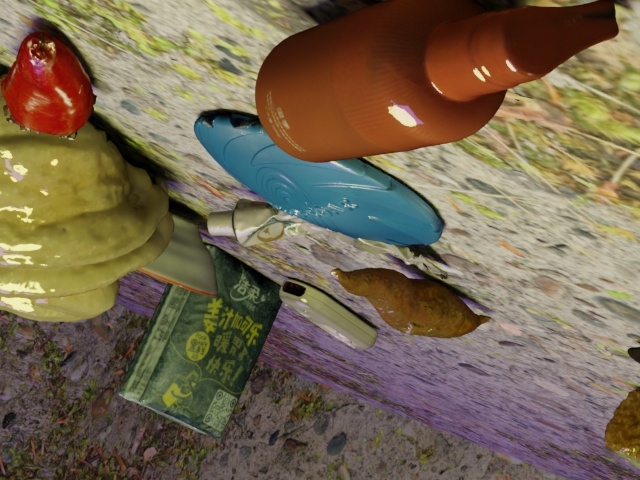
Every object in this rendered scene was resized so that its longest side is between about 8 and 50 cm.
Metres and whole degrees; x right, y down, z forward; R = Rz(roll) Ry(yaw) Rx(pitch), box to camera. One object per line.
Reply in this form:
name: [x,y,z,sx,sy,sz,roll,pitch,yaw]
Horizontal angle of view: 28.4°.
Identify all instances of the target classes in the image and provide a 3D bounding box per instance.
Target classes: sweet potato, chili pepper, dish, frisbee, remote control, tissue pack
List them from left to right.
chili pepper: [-0.240,-0.145,1.099,0.088,0.065,0.169,10,167,-9]
dish: [-0.237,-0.017,1.645,0.260,0.085,0.260,24,-179,0]
tissue pack: [-0.172,0.152,1.907,0.081,0.257,0.185,13,164,41]
frisbee: [-0.008,-0.042,1.126,0.242,0.045,0.242,25,171,4]
remote control: [0.013,0.114,1.894,0.078,0.042,0.221,18,169,38]
sweet potato: [0.085,0.065,1.352,0.226,0.068,0.068,19,175,-36]

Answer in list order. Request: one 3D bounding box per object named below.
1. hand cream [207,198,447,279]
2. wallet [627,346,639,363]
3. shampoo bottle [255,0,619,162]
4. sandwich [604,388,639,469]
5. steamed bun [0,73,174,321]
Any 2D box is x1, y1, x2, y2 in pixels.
hand cream: [0.001,-0.004,1.291,0.257,0.050,0.084,10,166,24]
wallet: [0.347,0.112,1.162,0.082,0.018,0.157,25,169,-7]
shampoo bottle: [0.046,-0.086,0.655,0.085,0.085,0.244,29,168,-23]
sandwich: [0.488,0.264,1.383,0.254,0.099,0.288,29,169,-24]
steamed bun: [-0.353,-0.050,1.388,0.325,0.230,0.372,20,172,42]
